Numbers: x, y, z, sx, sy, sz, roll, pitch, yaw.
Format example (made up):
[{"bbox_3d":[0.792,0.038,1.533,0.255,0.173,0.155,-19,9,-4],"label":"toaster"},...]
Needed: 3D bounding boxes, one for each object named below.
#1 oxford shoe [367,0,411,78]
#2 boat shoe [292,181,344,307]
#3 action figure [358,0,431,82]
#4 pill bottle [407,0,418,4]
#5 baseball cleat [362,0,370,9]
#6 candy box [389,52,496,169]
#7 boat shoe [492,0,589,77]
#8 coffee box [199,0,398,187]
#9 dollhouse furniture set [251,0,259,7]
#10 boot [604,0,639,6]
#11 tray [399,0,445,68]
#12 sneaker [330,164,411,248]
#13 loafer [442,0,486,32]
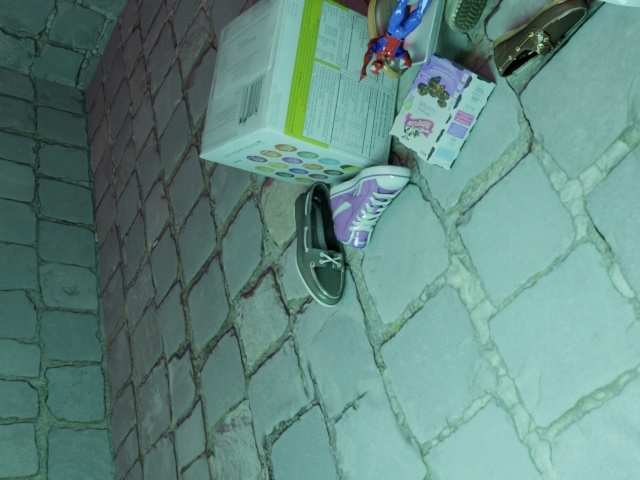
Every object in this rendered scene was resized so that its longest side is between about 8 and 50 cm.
[{"bbox_3d":[0.199,-0.543,1.554,0.132,0.130,0.364,0,80,50],"label":"oxford shoe"},{"bbox_3d":[0.000,0.000,1.696,0.095,0.112,0.335,-52,38,41],"label":"boat shoe"},{"bbox_3d":[0.158,-0.407,1.407,0.280,0.091,0.139,126,158,-57],"label":"action figure"},{"bbox_3d":[0.179,-0.551,1.462,0.067,0.067,0.120,-49,33,37],"label":"pill bottle"},{"bbox_3d":[0.152,-0.590,1.703,0.109,0.072,0.206,-36,54,27],"label":"baseball cleat"},{"bbox_3d":[0.246,-0.270,1.448,0.196,0.070,0.165,-64,35,19],"label":"candy box"},{"bbox_3d":[0.396,-0.362,1.259,0.207,0.073,0.073,-29,59,57],"label":"boat shoe"},{"bbox_3d":[-0.046,-0.342,1.663,0.337,0.334,0.338,-7,73,56],"label":"coffee box"},{"bbox_3d":[-0.212,-0.810,2.234,0.129,0.129,0.184,22,99,56],"label":"dollhouse furniture set"},{"bbox_3d":[0.459,-0.480,1.149,0.258,0.095,0.123,-121,29,-47],"label":"boot"},{"bbox_3d":[0.225,-0.494,1.448,0.145,0.030,0.270,-153,72,-72],"label":"tray"},{"bbox_3d":[0.115,-0.067,1.568,0.282,0.102,0.161,154,118,-62],"label":"sneaker"},{"bbox_3d":[0.310,-0.561,1.414,0.092,0.102,0.269,46,119,44],"label":"loafer"}]
